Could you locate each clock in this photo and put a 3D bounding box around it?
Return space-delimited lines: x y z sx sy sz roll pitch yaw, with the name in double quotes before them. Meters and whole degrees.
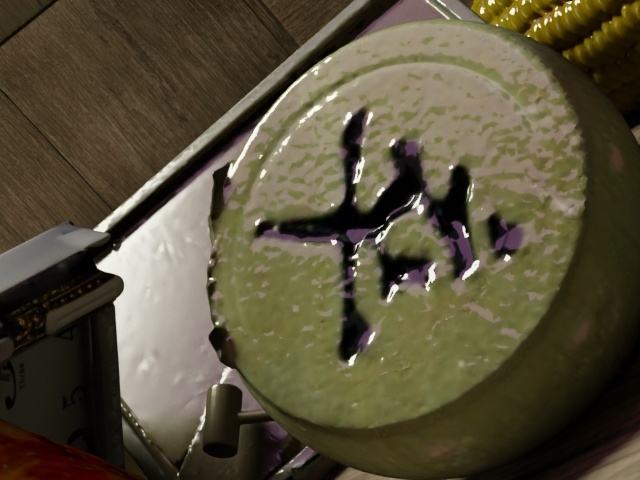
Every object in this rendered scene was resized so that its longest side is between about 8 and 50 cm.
"clock" -0.177 0.129 0.968 0.083 0.253 0.186 24 38 35

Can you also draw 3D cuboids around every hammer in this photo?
"hammer" -0.008 0.089 0.981 0.110 0.019 0.035 -7 57 17

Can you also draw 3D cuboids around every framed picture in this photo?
"framed picture" 0.000 0.000 1.059 0.315 0.232 0.024 -40 -38 -4

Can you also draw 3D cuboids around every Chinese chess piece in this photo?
"Chinese chess piece" 0.043 0.003 0.775 0.188 0.188 0.083 -40 -37 14

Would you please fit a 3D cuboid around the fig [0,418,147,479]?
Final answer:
"fig" -0.173 0.195 0.793 0.290 0.190 0.190 -42 6 -15

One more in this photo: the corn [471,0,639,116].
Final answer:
"corn" 0.218 -0.168 1.135 0.344 0.131 0.131 -31 12 49

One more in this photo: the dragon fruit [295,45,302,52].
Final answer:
"dragon fruit" 0.036 -0.055 1.289 0.182 0.182 0.188 -36 -1 40

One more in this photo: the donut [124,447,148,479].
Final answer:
"donut" -0.124 0.131 1.197 0.065 0.108 0.166 -60 -6 14
